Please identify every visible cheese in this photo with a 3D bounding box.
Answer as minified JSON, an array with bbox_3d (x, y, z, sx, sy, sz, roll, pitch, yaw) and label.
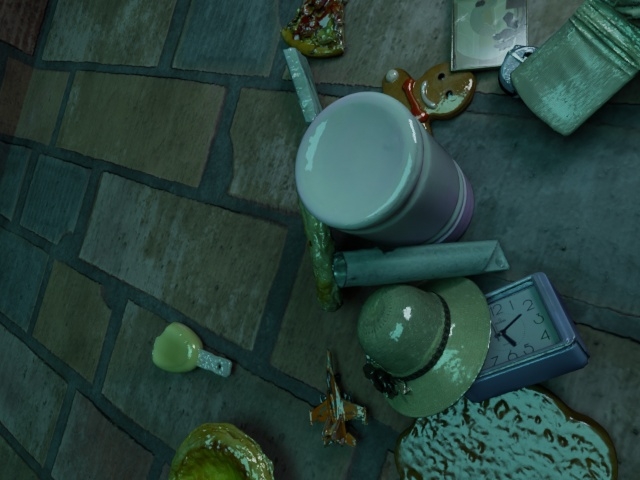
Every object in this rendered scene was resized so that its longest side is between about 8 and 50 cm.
[{"bbox_3d":[-0.319,0.285,1.099,0.255,0.050,0.127,8,85,31],"label":"cheese"}]

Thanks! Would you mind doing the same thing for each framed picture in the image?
[{"bbox_3d":[0.318,-0.420,0.827,0.135,0.010,0.201,1,82,16],"label":"framed picture"}]

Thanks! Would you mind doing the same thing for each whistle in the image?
[{"bbox_3d":[0.173,0.035,0.719,0.062,0.311,0.062,177,90,-72],"label":"whistle"}]

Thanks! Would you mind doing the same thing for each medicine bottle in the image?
[{"bbox_3d":[0.122,-0.090,0.734,0.202,0.315,0.203,-7,77,31],"label":"medicine bottle"}]

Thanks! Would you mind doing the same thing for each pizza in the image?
[{"bbox_3d":[-0.008,-0.535,1.040,0.200,0.053,0.193,21,93,33],"label":"pizza"}]

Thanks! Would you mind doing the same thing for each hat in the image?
[{"bbox_3d":[0.135,0.142,0.723,0.257,0.130,0.257,-46,25,29],"label":"hat"}]

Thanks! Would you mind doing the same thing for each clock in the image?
[{"bbox_3d":[0.295,0.152,0.693,0.193,0.073,0.145,-31,33,25],"label":"clock"}]

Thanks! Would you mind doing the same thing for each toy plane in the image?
[{"bbox_3d":[0.031,0.316,0.880,0.135,0.062,0.189,-17,60,28],"label":"toy plane"}]

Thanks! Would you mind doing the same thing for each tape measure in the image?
[{"bbox_3d":[0.363,-0.294,0.768,0.094,0.054,0.091,5,90,14],"label":"tape measure"}]

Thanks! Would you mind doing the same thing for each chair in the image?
[{"bbox_3d":[0.474,-0.319,0.649,0.160,0.186,0.319,58,141,21],"label":"chair"}]

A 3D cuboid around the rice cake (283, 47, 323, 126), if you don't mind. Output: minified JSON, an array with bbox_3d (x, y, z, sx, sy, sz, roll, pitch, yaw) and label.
[{"bbox_3d":[-0.033,-0.345,1.008,0.040,0.085,0.226,-23,70,19],"label":"rice cake"}]

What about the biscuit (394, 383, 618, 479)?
[{"bbox_3d":[0.286,0.416,0.691,0.358,0.074,0.382,-21,73,27],"label":"biscuit"}]

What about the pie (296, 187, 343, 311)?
[{"bbox_3d":[0.000,0.000,0.838,0.055,0.274,0.275,-11,75,0],"label":"pie"}]

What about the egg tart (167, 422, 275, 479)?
[{"bbox_3d":[-0.195,0.548,0.934,0.318,0.128,0.319,-5,79,28],"label":"egg tart"}]

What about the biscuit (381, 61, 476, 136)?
[{"bbox_3d":[0.157,-0.261,0.901,0.323,0.049,0.206,-19,72,26],"label":"biscuit"}]
